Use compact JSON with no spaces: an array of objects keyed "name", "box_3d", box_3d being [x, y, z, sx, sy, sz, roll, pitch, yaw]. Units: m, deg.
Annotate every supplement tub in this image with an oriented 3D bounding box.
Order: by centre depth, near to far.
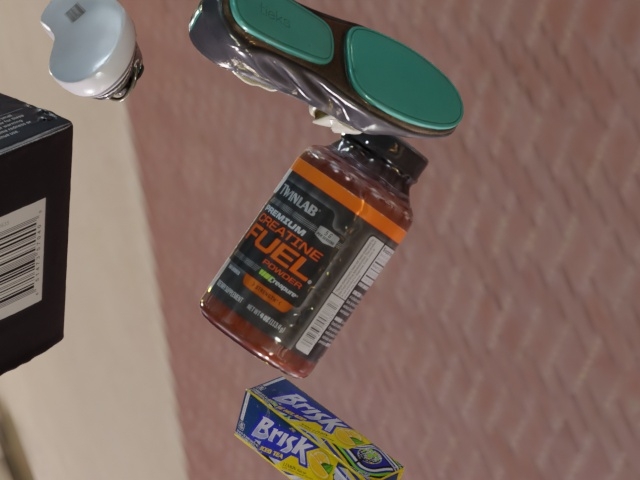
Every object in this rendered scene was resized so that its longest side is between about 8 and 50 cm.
[{"name":"supplement tub","box_3d":[0.000,0.000,1.384,0.106,0.198,0.106,34,180,0]}]

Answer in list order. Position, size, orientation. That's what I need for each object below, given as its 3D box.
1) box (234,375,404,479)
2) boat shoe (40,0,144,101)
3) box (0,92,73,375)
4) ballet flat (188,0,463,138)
[{"name":"box","box_3d":[-0.003,0.201,1.727,0.169,0.054,0.059,34,123,31]},{"name":"boat shoe","box_3d":[-0.183,-0.154,1.510,0.076,0.080,0.228,49,179,-26]},{"name":"box","box_3d":[-0.261,-0.021,1.088,0.207,0.108,0.153,21,120,28]},{"name":"ballet flat","box_3d":[-0.001,-0.111,1.170,0.074,0.203,0.074,-32,47,42]}]
